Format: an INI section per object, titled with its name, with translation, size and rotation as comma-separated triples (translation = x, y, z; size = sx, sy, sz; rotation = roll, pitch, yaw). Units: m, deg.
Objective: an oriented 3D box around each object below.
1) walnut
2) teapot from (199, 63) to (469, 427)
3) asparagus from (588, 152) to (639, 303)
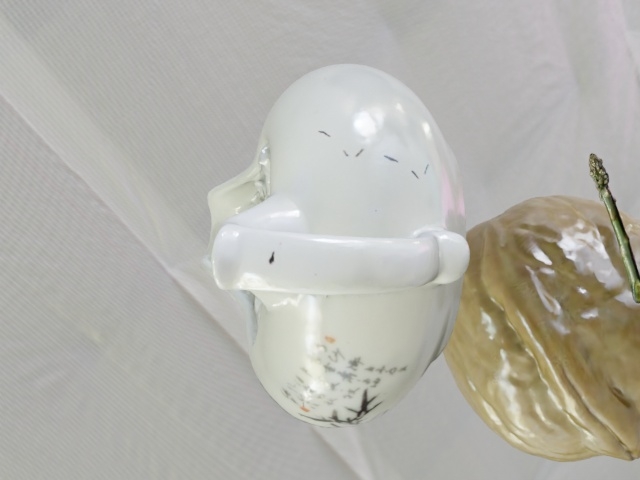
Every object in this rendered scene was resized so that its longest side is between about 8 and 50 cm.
[walnut]
translation = 0.280, 0.100, 1.121
size = 0.277, 0.313, 0.252
rotation = -17, -28, -11
[teapot]
translation = 0.000, 0.000, 0.565
size = 0.166, 0.299, 0.208
rotation = 14, -91, 0
[asparagus]
translation = 0.238, -0.007, 0.796
size = 0.016, 0.013, 0.166
rotation = -52, -49, -29
